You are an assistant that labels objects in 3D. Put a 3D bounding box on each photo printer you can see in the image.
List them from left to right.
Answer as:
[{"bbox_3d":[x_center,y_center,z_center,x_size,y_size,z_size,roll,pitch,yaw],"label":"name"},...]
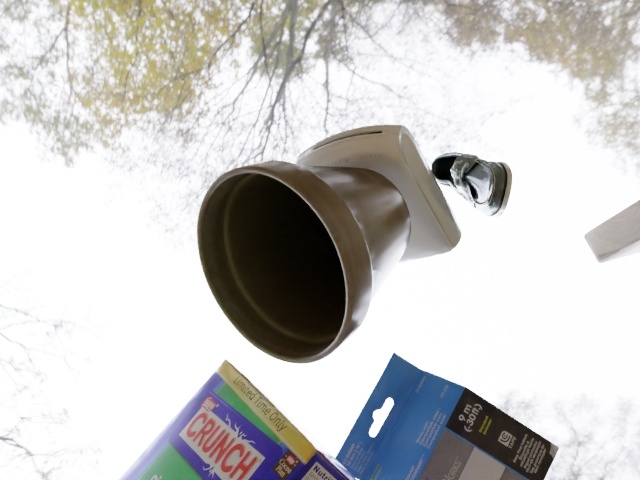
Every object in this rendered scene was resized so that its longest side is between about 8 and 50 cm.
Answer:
[{"bbox_3d":[0.108,-0.087,1.291,0.307,0.256,0.107,55,-143,-34],"label":"photo printer"}]

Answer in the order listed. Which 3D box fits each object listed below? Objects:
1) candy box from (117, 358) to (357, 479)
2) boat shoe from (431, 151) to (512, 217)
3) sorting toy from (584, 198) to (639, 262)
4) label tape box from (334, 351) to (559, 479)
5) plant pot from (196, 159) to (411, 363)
[{"bbox_3d":[-0.136,0.335,0.773,0.317,0.268,0.122,-47,-61,-13],"label":"candy box"},{"bbox_3d":[0.312,-0.126,1.371,0.099,0.319,0.116,9,-74,-7],"label":"boat shoe"},{"bbox_3d":[0.357,-0.038,0.406,0.257,0.255,0.089,-12,-109,-26],"label":"sorting toy"},{"bbox_3d":[0.228,0.392,1.173,0.333,0.106,0.241,33,-104,-9],"label":"label tape box"},{"bbox_3d":[0.000,0.000,1.097,0.280,0.323,0.323,-28,-95,-47],"label":"plant pot"}]
